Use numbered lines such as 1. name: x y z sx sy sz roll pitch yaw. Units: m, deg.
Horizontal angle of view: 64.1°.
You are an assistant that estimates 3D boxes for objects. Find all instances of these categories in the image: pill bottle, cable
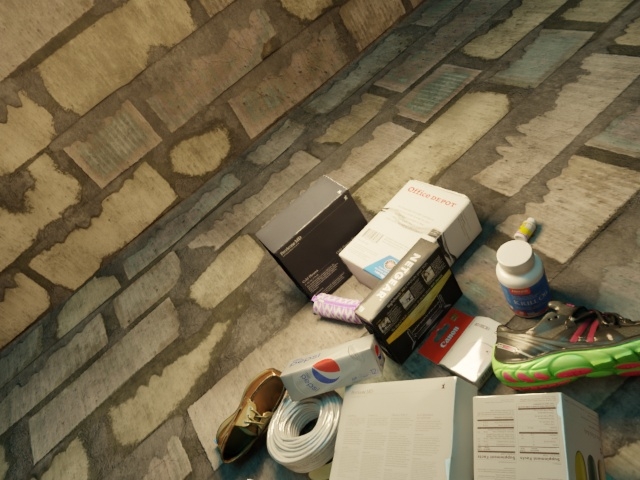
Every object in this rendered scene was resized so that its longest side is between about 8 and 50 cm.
1. pill bottle: 0.558 0.105 1.414 0.124 0.221 0.124 -21 40 18
2. cable: -0.038 0.537 1.476 0.257 0.089 0.257 4 46 52
3. pill bottle: 0.657 -0.033 1.633 0.043 0.043 0.083 19 62 47

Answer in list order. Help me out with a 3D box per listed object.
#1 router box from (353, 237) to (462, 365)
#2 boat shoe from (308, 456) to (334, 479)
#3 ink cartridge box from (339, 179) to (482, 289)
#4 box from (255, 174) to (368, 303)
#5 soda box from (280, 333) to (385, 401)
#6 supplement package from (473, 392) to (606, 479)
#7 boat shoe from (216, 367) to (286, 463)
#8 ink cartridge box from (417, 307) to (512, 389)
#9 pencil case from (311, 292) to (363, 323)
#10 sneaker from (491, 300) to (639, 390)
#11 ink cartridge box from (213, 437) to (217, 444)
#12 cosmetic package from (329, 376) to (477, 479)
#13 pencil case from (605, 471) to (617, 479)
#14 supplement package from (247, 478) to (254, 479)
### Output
1. router box: 0.271 0.184 1.529 0.309 0.243 0.081 -45 39 -14
2. boat shoe: 0.026 0.620 1.414 0.133 0.049 0.042 -34 9 12
3. ink cartridge box: 0.309 0.005 1.751 0.395 0.166 0.285 -46 39 -12
4. box: 0.000 0.000 1.870 0.343 0.313 0.179 -41 38 -8
5. soda box: 0.035 0.364 1.462 0.286 0.091 0.098 -21 10 18
6. supplement package: 0.450 0.471 1.050 0.198 0.199 0.263 -19 52 42
7. boat shoe: -0.203 0.540 1.544 0.324 0.122 0.120 -57 16 11
8. ink cartridge box: 0.410 0.292 1.466 0.189 0.066 0.232 -47 43 -15
9. pencil case: 0.067 0.230 1.759 0.206 0.088 0.086 4 51 38
10. sneaker: 0.651 0.225 1.236 0.482 0.185 0.202 -16 54 22
11. ink cartridge box: -0.299 0.632 1.652 0.083 0.028 0.048 -47 39 -15
12. cosmetic package: 0.194 0.496 1.255 0.377 0.097 0.285 -21 48 46
13. pencil case: 0.577 0.493 1.115 0.070 0.065 0.152 -20 36 -13
14. supplement package: -0.085 0.716 1.260 0.194 0.203 0.149 -3 47 34
